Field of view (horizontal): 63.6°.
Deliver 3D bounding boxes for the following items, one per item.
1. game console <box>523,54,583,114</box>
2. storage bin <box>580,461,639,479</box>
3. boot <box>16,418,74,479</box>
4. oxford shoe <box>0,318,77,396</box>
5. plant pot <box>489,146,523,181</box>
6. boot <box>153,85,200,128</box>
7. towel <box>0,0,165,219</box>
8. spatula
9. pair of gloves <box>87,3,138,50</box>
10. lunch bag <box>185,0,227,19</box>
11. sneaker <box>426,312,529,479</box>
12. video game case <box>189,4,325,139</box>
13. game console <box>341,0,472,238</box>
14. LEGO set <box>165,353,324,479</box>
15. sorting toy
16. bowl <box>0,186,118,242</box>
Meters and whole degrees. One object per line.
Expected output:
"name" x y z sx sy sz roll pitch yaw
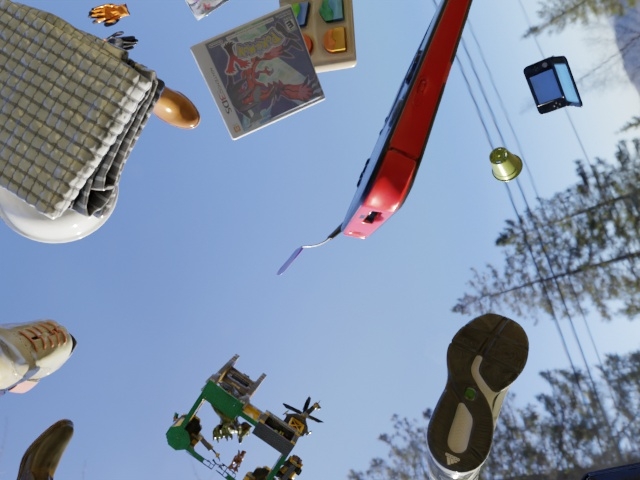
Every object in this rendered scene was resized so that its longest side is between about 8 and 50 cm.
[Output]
"game console" 0.524 -0.347 1.166 0.071 0.107 0.122 -45 -67 -46
"storage bin" 0.277 0.251 0.360 0.084 0.122 0.180 5 -122 -18
"boot" -0.495 0.440 0.924 0.219 0.106 0.082 -62 -36 -17
"oxford shoe" -0.545 0.187 0.934 0.146 0.397 0.140 -33 -91 -20
"plant pot" 0.487 -0.210 1.375 0.079 0.083 0.083 29 -132 -51
"boot" -0.474 -0.414 1.484 0.283 0.109 0.220 42 -175 -20
"towel" -0.377 -0.182 0.724 0.283 0.235 0.121 29 179 15
"spatula" 0.000 0.000 1.377 0.296 0.084 0.030 -33 -85 -16
"pair of gloves" -0.375 -0.384 0.935 0.010 0.074 0.083 -105 6 -52
"lunch bag" -0.245 -0.519 1.089 0.071 0.083 0.053 56 180 -28
"sneaker" 0.347 0.388 1.219 0.447 0.169 0.257 -49 -29 -39
"video game case" -0.113 -0.313 0.971 0.183 0.201 0.023 67 174 -25
"game console" 0.120 -0.181 0.808 0.060 0.386 0.342 18 -97 -1
"LEGO set" -0.176 0.435 1.235 0.331 0.255 0.192 26 -167 8
"sorting toy" -0.010 -0.538 1.314 0.038 0.193 0.208 -30 -64 -73
"bowl" -0.660 -0.148 1.275 0.298 0.134 0.298 3 -99 -19
